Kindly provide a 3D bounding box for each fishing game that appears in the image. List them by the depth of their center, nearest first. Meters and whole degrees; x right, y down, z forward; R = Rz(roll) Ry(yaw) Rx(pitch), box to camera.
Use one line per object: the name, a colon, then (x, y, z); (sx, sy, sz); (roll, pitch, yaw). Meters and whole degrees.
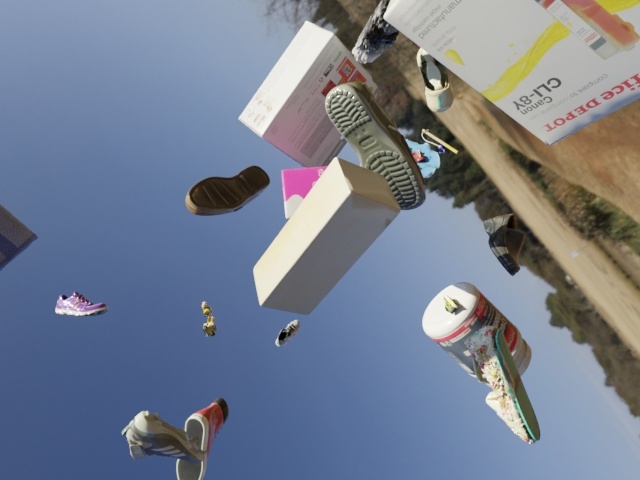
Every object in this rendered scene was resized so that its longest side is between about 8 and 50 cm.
fishing game: (0.182, -0.188, 1.224); (0.189, 0.263, 0.041); (-125, 17, -47)

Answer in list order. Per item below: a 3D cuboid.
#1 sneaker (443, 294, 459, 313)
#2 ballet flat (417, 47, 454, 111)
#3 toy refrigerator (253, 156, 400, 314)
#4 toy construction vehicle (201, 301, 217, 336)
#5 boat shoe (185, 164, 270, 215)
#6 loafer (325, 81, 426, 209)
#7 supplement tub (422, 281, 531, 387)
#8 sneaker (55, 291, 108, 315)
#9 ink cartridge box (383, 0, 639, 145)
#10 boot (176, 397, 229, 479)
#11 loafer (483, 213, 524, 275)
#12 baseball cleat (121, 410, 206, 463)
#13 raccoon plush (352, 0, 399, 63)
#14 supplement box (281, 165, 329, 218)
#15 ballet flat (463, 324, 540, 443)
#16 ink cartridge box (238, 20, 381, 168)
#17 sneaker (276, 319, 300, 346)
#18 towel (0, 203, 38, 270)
sneaker: (0.342, 0.171, 1.412); (0.031, 0.035, 0.083); (31, -174, -6)
ballet flat: (0.279, -0.426, 1.295); (0.086, 0.086, 0.249); (30, -136, -43)
toy refrigerator: (0.000, 0.000, 0.864); (0.102, 0.269, 0.094); (15, -141, -32)
toy construction vehicle: (-0.311, 0.227, 1.494); (0.086, 0.035, 0.098); (-109, 10, -72)
boat shoe: (-0.262, -0.117, 1.469); (0.111, 0.104, 0.307); (54, -142, 7)
loafer: (0.108, -0.162, 0.882); (0.251, 0.094, 0.087); (56, -136, -23)
supplement tub: (0.441, 0.267, 1.492); (0.272, 0.191, 0.191); (42, -159, -12)
sneaker: (-0.712, 0.188, 1.566); (0.068, 0.169, 0.071); (22, -109, -76)
ink cartridge box: (0.339, -0.356, 0.808); (0.384, 0.279, 0.161); (31, -118, -16)
boot: (-0.337, 0.599, 1.567); (0.088, 0.245, 0.176); (16, -169, 17)
loafer: (0.355, 0.000, 1.001); (0.062, 0.061, 0.170); (47, -154, -26)
baseball cleat: (-0.367, 0.474, 1.224); (0.206, 0.109, 0.072); (48, 177, -25)
raccoon plush: (0.297, -0.511, 1.130); (0.299, 0.446, 0.216); (25, -112, -11)
supplement box: (-0.026, -0.110, 1.270); (0.220, 0.113, 0.111); (-47, -48, -86)
ballet flat: (0.347, 0.276, 1.015); (0.091, 0.077, 0.241); (-25, -85, -55)
ink cartridge box: (-0.018, -0.370, 1.436); (0.130, 0.309, 0.271); (42, -172, 39)
sneaker: (-0.092, 0.268, 1.555); (0.038, 0.098, 0.069); (34, 156, 11)
towel: (-0.461, -0.027, 0.503); (0.034, 0.209, 0.285); (17, 152, 54)
